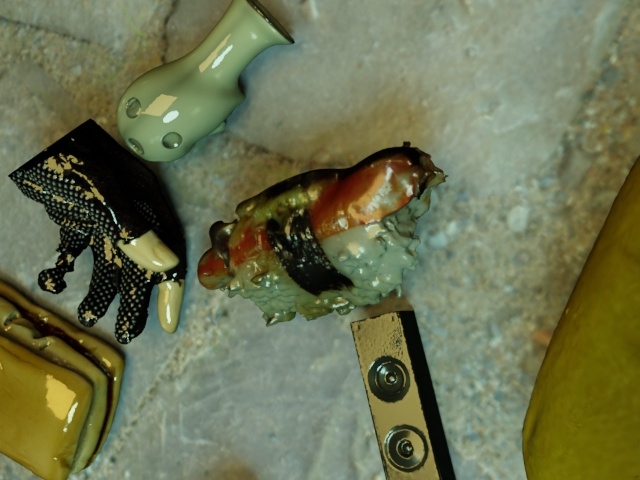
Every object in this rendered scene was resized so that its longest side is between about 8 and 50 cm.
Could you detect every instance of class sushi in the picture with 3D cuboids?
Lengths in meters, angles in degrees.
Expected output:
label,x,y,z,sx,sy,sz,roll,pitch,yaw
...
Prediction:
label,x,y,z,sx,sy,sz,roll,pitch,yaw
sushi,0.001,0.004,0.633,0.226,0.097,0.103,-18,74,36

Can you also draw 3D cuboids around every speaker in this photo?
label,x,y,z,sx,sy,sz,roll,pitch,yaw
speaker,0.067,0.148,0.622,0.040,0.046,0.191,-17,79,20

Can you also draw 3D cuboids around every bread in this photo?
label,x,y,z,sx,sy,sz,roll,pitch,yaw
bread,-0.268,0.117,0.754,0.200,0.077,0.116,25,105,23

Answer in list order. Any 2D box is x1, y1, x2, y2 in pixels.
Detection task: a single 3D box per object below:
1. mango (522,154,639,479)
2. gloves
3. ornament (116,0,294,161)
label,x,y,z,sx,sy,sz,roll,pitch,yaw
mango,0.259,0.049,0.473,0.253,0.182,0.365,44,103,18
gloves,-0.167,-0.005,0.714,0.129,0.106,0.180,-25,108,29
ornament,-0.095,-0.125,0.694,0.156,0.081,0.075,-43,32,12
